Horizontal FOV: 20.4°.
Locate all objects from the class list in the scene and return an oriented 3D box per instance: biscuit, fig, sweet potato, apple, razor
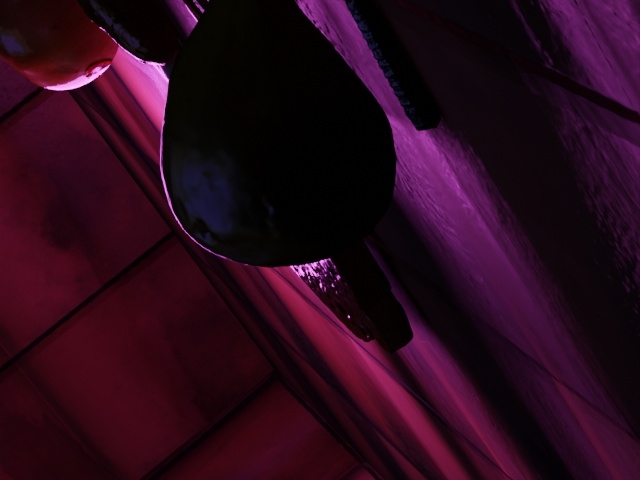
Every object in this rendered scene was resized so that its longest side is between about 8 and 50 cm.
[{"bbox_3d":[0.001,-0.001,2.058,0.314,0.063,0.367,46,171,19],"label":"biscuit"},{"bbox_3d":[-0.046,-0.121,1.439,0.206,0.206,0.275,41,145,52],"label":"fig"},{"bbox_3d":[-0.248,-0.327,1.808,0.354,0.095,0.106,62,157,1],"label":"sweet potato"},{"bbox_3d":[-0.372,-0.298,2.437,0.209,0.164,0.209,50,175,6],"label":"apple"},{"bbox_3d":[0.039,-0.149,1.272,0.066,0.033,0.190,-9,135,32],"label":"razor"}]

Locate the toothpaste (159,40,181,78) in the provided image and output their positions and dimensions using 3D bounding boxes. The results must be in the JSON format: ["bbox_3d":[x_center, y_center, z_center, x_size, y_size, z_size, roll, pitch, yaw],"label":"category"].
[{"bbox_3d":[-0.207,-0.274,2.092,0.056,0.036,0.205,42,165,44],"label":"toothpaste"}]

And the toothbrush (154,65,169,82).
[{"bbox_3d":[-0.257,-0.299,2.300,0.304,0.030,0.030,52,173,-27],"label":"toothbrush"}]

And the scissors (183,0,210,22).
[{"bbox_3d":[-0.081,-0.195,1.748,0.317,0.024,0.160,51,172,3],"label":"scissors"}]
